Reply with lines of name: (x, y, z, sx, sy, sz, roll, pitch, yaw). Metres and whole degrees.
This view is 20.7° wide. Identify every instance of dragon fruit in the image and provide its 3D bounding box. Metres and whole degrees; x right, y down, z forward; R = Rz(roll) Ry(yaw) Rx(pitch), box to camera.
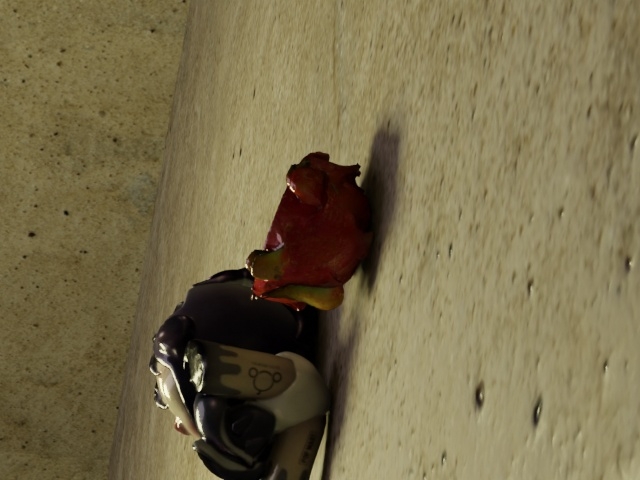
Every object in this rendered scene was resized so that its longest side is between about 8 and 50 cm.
dragon fruit: (0.002, -0.003, 1.158, 0.126, 0.068, 0.112, 68, -137, -81)

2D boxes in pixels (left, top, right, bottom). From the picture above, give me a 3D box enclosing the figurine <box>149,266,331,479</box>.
figurine: (-0.059, 0.089, 1.300, 0.222, 0.145, 0.145, -135, 51, -66)
